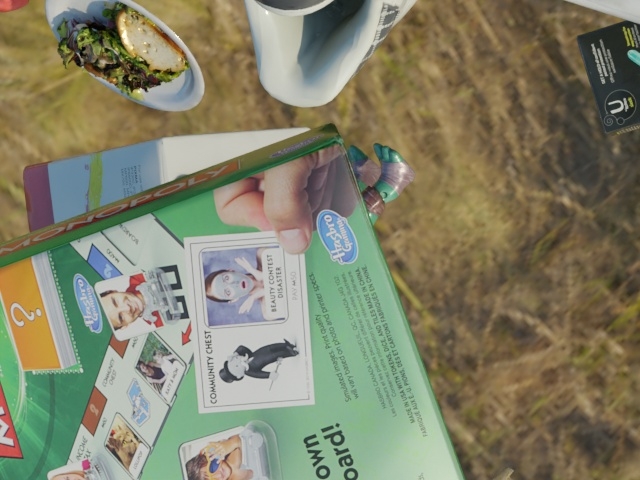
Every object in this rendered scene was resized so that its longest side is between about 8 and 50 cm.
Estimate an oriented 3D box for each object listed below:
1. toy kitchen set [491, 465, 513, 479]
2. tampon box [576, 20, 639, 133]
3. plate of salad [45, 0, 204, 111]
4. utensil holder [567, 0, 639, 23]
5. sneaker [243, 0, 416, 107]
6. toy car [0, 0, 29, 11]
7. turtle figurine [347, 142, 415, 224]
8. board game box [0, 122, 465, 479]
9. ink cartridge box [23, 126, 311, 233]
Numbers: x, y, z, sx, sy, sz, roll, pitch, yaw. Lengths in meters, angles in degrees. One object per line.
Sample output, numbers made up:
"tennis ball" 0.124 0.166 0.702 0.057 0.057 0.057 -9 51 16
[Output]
"toy kitchen set" 0.088 0.180 0.784 0.068 0.083 0.075 41 131 18
"tampon box" 0.392 -0.201 1.726 0.161 0.101 0.120 -16 88 14
"plate of salad" -0.218 -0.201 1.620 0.199 0.048 0.200 23 154 12
"utensil holder" 0.299 -0.368 1.208 0.327 0.327 0.385 24 101 28
"sneaker" -0.004 -0.120 0.385 0.090 0.095 0.235 21 164 20
"toy car" -0.428 -0.376 1.964 0.239 0.225 0.053 -39 68 32
"turtle figurine" 0.000 0.000 1.625 0.175 0.234 0.118 19 155 49
"board game box" -0.040 0.143 0.529 0.213 0.046 0.317 -19 102 2
"ink cartridge box" -0.099 -0.004 1.022 0.176 0.128 0.127 -6 91 50
